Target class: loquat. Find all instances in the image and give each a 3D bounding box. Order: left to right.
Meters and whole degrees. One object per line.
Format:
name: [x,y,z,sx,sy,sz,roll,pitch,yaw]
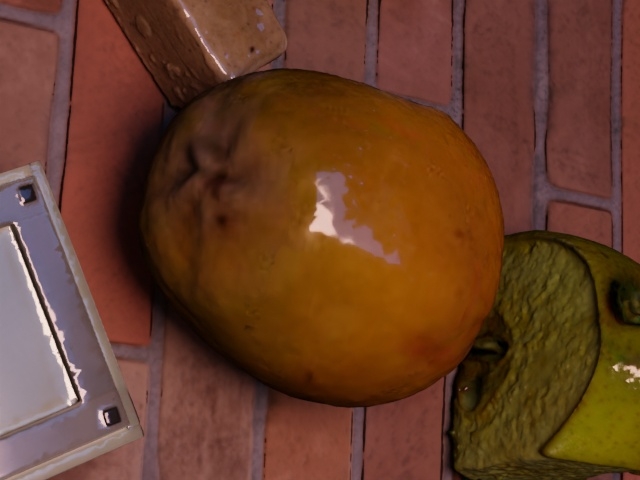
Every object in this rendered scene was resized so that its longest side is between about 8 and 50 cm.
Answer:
loquat: [0.000,0.000,1.214,0.284,0.276,0.276,24,69,-45]

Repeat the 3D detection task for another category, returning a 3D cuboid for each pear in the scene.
pear: [0.246,0.096,1.356,0.164,0.255,0.238,16,68,-25]

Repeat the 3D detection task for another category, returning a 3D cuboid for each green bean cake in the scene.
green bean cake: [-0.116,-0.205,1.280,0.085,0.109,0.179,-37,100,-29]

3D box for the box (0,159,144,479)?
box: [-0.284,0.085,1.123,0.225,0.117,0.225,-22,92,-31]
